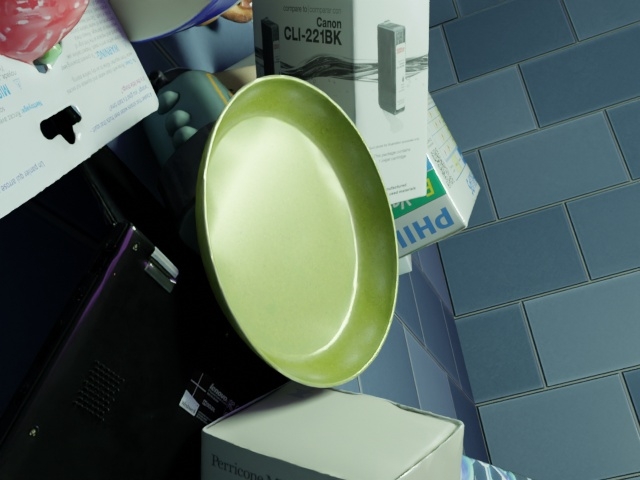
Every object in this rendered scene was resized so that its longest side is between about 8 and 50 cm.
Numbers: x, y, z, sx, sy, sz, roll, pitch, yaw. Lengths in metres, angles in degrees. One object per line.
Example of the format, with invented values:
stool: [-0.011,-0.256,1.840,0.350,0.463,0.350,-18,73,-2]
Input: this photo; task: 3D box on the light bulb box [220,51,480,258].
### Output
light bulb box: [0.068,-0.164,1.265,0.361,0.225,0.358,62,19,-5]

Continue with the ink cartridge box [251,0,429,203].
ink cartridge box: [0.021,-0.191,0.920,0.114,0.197,0.272,-15,113,-34]

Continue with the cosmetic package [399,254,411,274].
cosmetic package: [0.117,-0.131,1.818,0.377,0.098,0.284,-85,151,-56]

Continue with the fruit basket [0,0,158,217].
fruit basket: [-0.234,-0.196,0.447,0.327,0.166,0.353,-72,145,-66]

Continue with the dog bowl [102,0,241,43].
dog bowl: [-0.157,-0.294,0.626,0.104,0.265,0.264,-62,134,-63]

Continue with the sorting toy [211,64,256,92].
sorting toy: [-0.097,-0.121,1.032,0.193,0.038,0.208,-31,100,-54]

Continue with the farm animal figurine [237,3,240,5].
farm animal figurine: [-0.095,-0.358,0.839,0.172,0.327,0.330,54,33,-41]

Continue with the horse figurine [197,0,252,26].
horse figurine: [-0.168,-0.353,1.063,0.174,0.066,0.263,62,16,-19]

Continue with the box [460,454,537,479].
box: [0.176,0.428,0.878,0.395,0.212,0.293,29,50,-42]

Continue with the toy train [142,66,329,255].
toy train: [-0.082,-0.064,0.792,0.190,0.142,0.334,44,10,-39]

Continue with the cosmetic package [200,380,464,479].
cosmetic package: [0.004,0.271,0.578,0.129,0.153,0.296,-14,108,-57]

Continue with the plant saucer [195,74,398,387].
plant saucer: [-0.017,-0.006,0.615,0.241,0.037,0.240,22,62,-50]

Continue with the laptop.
laptop: [-0.159,0.122,0.645,0.382,0.236,0.407,55,51,-49]
